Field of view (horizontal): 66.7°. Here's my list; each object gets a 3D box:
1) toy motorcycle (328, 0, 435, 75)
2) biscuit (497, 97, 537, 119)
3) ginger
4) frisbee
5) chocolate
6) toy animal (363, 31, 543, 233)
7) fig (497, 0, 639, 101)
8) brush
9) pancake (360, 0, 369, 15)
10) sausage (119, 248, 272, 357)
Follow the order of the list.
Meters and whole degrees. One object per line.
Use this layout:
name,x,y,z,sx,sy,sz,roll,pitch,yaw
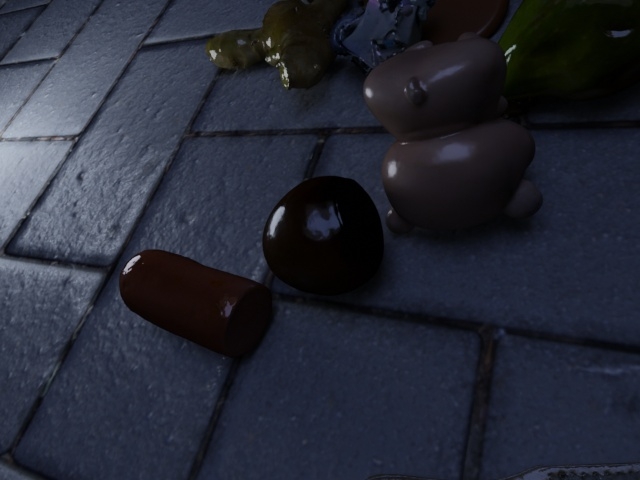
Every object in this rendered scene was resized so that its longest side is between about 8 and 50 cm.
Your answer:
toy motorcycle,0.140,-0.359,0.839,0.204,0.108,0.239,-43,78,12
biscuit,0.289,-0.217,0.767,0.092,0.016,0.082,-41,53,-9
ginger,-0.032,-0.445,1.012,0.363,0.122,0.348,-37,53,-10
frisbee,0.222,-0.444,0.913,0.251,0.021,0.251,-6,70,16
chocolate,0.000,0.000,0.672,0.177,0.177,0.176,-11,55,17
toy animal,0.167,-0.141,0.633,0.210,0.221,0.229,-2,61,33
fig,0.332,-0.281,0.694,0.275,0.206,0.206,-23,51,25
brush,0.191,0.251,0.469,0.327,0.065,0.070,-11,57,19
pancake,0.172,-0.497,0.979,0.266,0.057,0.244,16,67,29
sausage,-0.201,0.083,0.723,0.259,0.113,0.113,14,65,30
